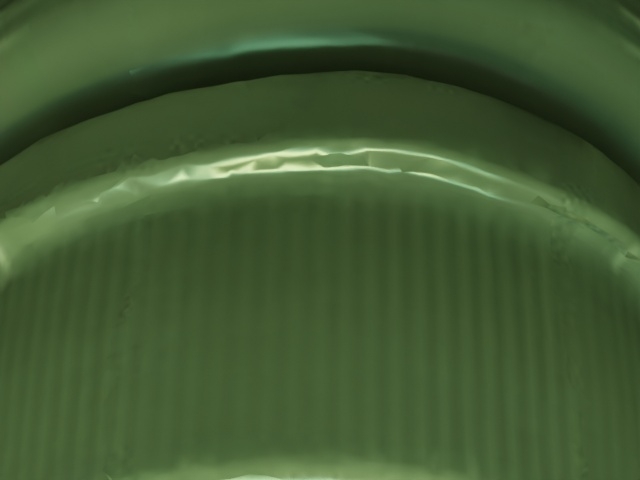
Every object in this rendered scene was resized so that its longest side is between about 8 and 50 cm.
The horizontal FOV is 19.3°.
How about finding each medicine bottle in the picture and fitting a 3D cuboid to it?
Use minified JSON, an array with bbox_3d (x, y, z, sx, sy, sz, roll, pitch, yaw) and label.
[{"bbox_3d":[0.000,0.000,0.547,0.245,0.306,0.245,0,139,0],"label":"medicine bottle"}]
